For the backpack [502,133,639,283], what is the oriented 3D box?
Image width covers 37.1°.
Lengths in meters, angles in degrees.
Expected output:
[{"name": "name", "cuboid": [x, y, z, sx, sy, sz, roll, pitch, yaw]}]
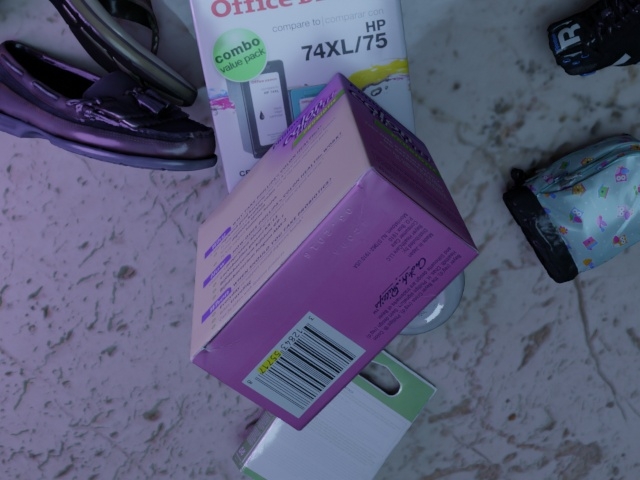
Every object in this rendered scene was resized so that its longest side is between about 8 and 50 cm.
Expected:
[{"name": "backpack", "cuboid": [0.327, -0.042, 1.126, 0.182, 0.115, 0.152, -31, 111, 7]}]

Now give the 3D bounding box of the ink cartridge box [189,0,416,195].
[{"name": "ink cartridge box", "cuboid": [-0.015, -0.169, 0.995, 0.198, 0.197, 0.270, -10, 115, 0]}]

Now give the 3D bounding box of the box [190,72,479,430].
[{"name": "box", "cuboid": [0.000, 0.000, 0.832, 0.117, 0.243, 0.213, 37, 108, -21]}]

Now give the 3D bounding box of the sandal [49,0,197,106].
[{"name": "sandal", "cuboid": [-0.230, -0.258, 0.990, 0.086, 0.120, 0.303, -46, 108, -13]}]

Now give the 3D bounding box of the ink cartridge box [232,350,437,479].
[{"name": "ink cartridge box", "cuboid": [0.020, 0.245, 1.273, 0.171, 0.056, 0.235, 37, 86, -19]}]

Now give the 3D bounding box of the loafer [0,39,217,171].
[{"name": "loafer", "cuboid": [-0.237, -0.141, 0.986, 0.303, 0.109, 0.095, 15, 107, 28]}]

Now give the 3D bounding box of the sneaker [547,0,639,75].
[{"name": "sneaker", "cuboid": [0.302, -0.228, 0.994, 0.121, 0.217, 0.079, -16, 74, 1]}]

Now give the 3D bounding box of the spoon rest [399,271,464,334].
[{"name": "spoon rest", "cuboid": [0.050, 0.075, 1.192, 0.277, 0.084, 0.137, -14, 117, -12]}]
